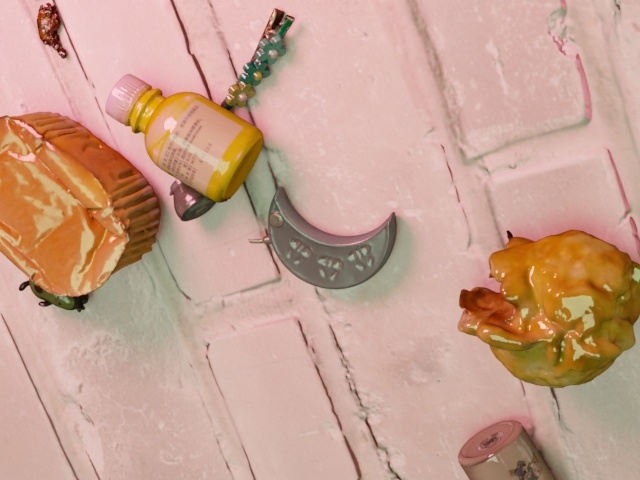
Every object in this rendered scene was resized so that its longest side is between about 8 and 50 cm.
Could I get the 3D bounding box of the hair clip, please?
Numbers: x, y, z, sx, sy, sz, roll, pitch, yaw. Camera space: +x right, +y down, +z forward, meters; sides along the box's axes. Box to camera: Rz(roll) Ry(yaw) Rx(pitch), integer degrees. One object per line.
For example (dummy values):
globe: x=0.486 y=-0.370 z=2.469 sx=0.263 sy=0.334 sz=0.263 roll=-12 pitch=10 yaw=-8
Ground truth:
hair clip: x=-0.091 y=-0.244 z=1.522 sx=0.049 sy=0.049 sz=0.173 roll=36 pitch=115 yaw=3

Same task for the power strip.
power strip: x=0.000 y=0.000 z=1.579 sx=0.216 sy=0.044 sz=0.137 roll=11 pitch=112 yaw=12

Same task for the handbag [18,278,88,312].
handbag: x=-0.414 y=0.077 z=1.727 sx=0.111 sy=0.047 sz=0.072 roll=27 pitch=115 yaw=9

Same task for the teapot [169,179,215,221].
teapot: x=-0.181 y=-0.073 z=1.605 sx=0.088 sy=0.066 sz=0.057 roll=-36 pitch=78 yaw=2

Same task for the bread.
bread: x=-0.379 y=-0.059 z=1.617 sx=0.288 sy=0.156 sz=0.204 roll=36 pitch=106 yaw=5

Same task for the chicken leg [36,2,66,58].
chicken leg: x=-0.396 y=-0.306 z=1.605 sx=0.036 sy=0.021 sz=0.083 roll=-5 pitch=107 yaw=8

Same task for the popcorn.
popcorn: x=0.311 y=0.097 z=1.448 sx=0.253 sy=0.191 sz=0.190 roll=0 pitch=135 yaw=21

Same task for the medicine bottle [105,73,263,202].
medicine bottle: x=-0.198 y=-0.154 z=1.543 sx=0.212 sy=0.122 sz=0.122 roll=31 pitch=114 yaw=5

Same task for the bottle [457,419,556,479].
bottle: x=0.301 y=0.382 z=1.583 sx=0.110 sy=0.110 sz=0.233 roll=-30 pitch=97 yaw=23
